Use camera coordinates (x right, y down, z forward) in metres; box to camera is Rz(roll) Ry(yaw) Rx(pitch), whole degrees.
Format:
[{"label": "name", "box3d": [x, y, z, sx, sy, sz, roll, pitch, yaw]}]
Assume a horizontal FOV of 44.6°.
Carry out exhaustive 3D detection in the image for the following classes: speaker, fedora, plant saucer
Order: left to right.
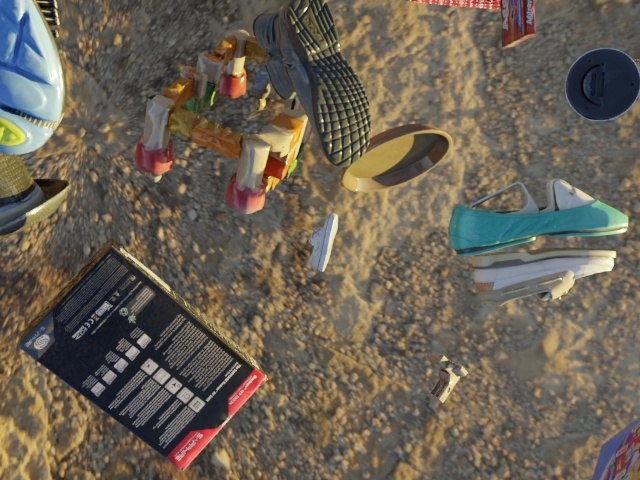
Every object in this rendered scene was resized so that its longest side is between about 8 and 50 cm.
[{"label": "fedora", "box3d": [-0.549, -0.091, 1.150, 0.334, 0.334, 0.152, -17, 112, -14]}, {"label": "plant saucer", "box3d": [0.175, -0.197, 1.845, 0.278, 0.278, 0.041, -13, 70, -15]}, {"label": "speaker", "box3d": [0.229, -0.130, 0.639, 0.055, 0.136, 0.055, 4, 104, 17]}]

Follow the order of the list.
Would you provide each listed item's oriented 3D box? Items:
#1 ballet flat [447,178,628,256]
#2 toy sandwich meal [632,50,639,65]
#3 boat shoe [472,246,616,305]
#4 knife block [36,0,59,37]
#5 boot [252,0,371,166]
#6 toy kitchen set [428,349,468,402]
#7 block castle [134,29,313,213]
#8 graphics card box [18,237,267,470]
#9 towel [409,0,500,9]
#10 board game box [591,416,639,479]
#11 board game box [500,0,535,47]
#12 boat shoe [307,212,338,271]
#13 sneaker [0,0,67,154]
[{"label": "ballet flat", "box3d": [0.292, -0.038, 1.042, 0.247, 0.083, 0.087, -9, 98, -2]}, {"label": "toy sandwich meal", "box3d": [0.562, -0.315, 1.322, 0.085, 0.085, 0.029, -13, 102, -15]}, {"label": "boat shoe", "box3d": [0.452, 0.069, 1.577, 0.302, 0.113, 0.103, -4, 91, -9]}, {"label": "knife block", "box3d": [-0.632, -0.434, 1.442, 0.276, 0.088, 0.242, 42, 65, -16]}, {"label": "boot", "box3d": [-0.015, -0.223, 1.120, 0.083, 0.161, 0.246, -21, 98, -23]}, {"label": "toy kitchen set", "box3d": [0.255, 0.285, 1.605, 0.075, 0.068, 0.083, -53, 128, -13]}, {"label": "block castle", "box3d": [-0.178, -0.262, 1.741, 0.303, 0.453, 0.213, 23, 131, 6]}, {"label": "graphics card box", "box3d": [-0.306, 0.202, 1.370, 0.371, 0.094, 0.233, 43, 88, -20]}, {"label": "towel", "box3d": [0.268, -0.585, 1.858, 0.275, 0.199, 0.031, -6, 114, -30]}, {"label": "board game box", "box3d": [0.379, 0.295, 0.843, 0.078, 0.347, 0.233, 39, 128, 7]}, {"label": "board game box", "box3d": [0.397, -0.548, 1.588, 0.027, 0.145, 0.281, -3, 94, -3]}, {"label": "boat shoe", "box3d": [0.000, 0.000, 1.147, 0.035, 0.035, 0.100, 20, 129, 9]}, {"label": "sneaker", "box3d": [-0.163, -0.110, 0.313, 0.188, 0.078, 0.067, 43, 98, 10]}]
